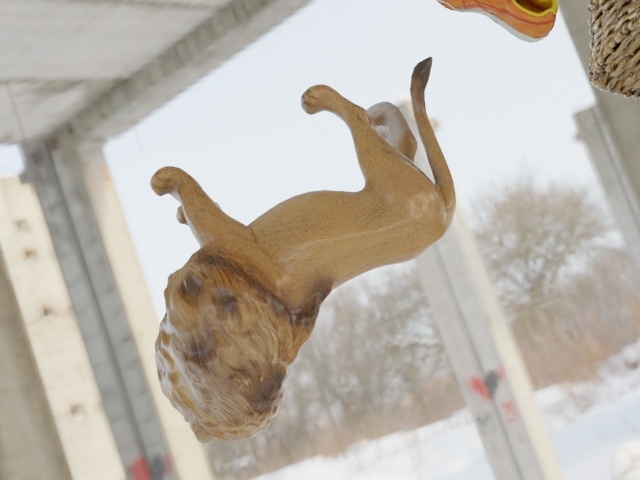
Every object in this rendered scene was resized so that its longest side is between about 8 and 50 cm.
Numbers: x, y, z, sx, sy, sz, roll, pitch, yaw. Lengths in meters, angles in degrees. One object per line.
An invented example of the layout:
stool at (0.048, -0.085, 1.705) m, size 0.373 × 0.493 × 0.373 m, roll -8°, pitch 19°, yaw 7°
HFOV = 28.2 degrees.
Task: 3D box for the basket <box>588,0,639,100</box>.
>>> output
basket at (0.459, -0.321, 1.560) m, size 0.213 × 0.223 × 0.299 m, roll 12°, pitch -18°, yaw -16°

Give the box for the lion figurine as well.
lion figurine at (0.000, 0.000, 1.180) m, size 0.392 × 0.240 × 0.142 m, roll -33°, pitch -27°, yaw -6°

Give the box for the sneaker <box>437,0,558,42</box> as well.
sneaker at (0.201, -0.299, 1.521) m, size 0.067 × 0.175 × 0.064 m, roll 107°, pitch -175°, yaw -48°
